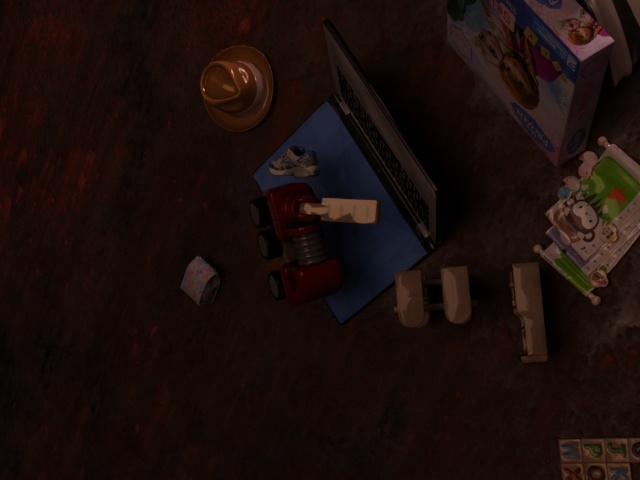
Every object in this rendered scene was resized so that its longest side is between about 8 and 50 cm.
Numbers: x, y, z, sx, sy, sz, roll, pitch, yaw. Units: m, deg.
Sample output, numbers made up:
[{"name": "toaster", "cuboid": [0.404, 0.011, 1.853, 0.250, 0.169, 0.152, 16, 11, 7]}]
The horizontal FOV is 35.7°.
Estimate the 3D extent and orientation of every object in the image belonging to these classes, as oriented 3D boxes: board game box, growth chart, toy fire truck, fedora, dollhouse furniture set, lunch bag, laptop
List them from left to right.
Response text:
[{"name": "lunch bag", "cuboid": [-0.250, 0.084, 2.112, 0.071, 0.053, 0.083, 37, 119, 32]}, {"name": "fedora", "cuboid": [-0.187, -0.318, 2.057, 0.194, 0.079, 0.194, 0, 90, 34]}, {"name": "toy fire truck", "cuboid": [0.000, 0.000, 1.786, 0.246, 0.159, 0.217, 3, 108, 68]}, {"name": "laptop", "cuboid": [0.027, -0.108, 1.818, 0.236, 0.408, 0.382, -30, 70, -4]}, {"name": "dollhouse furniture set", "cuboid": [0.248, 0.129, 1.671, 0.242, 0.212, 0.161, -5, 84, 8]}, {"name": "board game box", "cuboid": [0.316, -0.315, 1.573, 0.066, 0.318, 0.318, -32, 66, -7]}, {"name": "growth chart", "cuboid": [0.454, -0.036, 1.640, 0.172, 0.021, 0.237, 40, 110, 30]}]

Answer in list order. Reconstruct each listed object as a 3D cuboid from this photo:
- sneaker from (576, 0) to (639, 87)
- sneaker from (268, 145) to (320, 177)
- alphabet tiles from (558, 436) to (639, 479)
[{"name": "sneaker", "cuboid": [0.474, -0.475, 1.473, 0.258, 0.169, 0.447, -22, 115, 3]}, {"name": "sneaker", "cuboid": [-0.048, -0.149, 1.862, 0.135, 0.052, 0.058, 7, 101, 49]}, {"name": "alphabet tiles", "cuboid": [0.493, 0.439, 1.613, 0.198, 0.009, 0.237, -9, 84, 34]}]
